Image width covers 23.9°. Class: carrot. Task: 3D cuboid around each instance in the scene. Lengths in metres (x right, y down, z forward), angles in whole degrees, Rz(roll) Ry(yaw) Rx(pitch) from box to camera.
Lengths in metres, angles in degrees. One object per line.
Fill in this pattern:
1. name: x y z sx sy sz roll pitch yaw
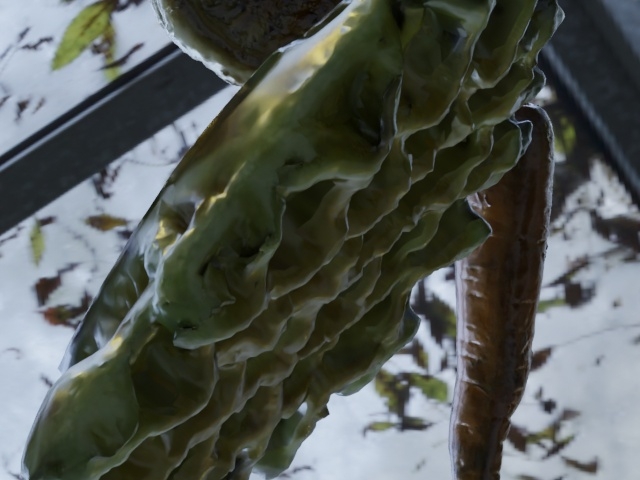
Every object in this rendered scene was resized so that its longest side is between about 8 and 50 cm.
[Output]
1. carrot: 0.102 0.037 0.883 0.059 0.059 0.248 1 -83 -28

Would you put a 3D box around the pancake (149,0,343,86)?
1. pancake: -0.019 -0.136 0.736 0.139 0.022 0.139 1 -97 -12

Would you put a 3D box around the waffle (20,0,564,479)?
1. waffle: -0.002 -0.001 0.454 0.054 0.204 0.223 37 -96 17
